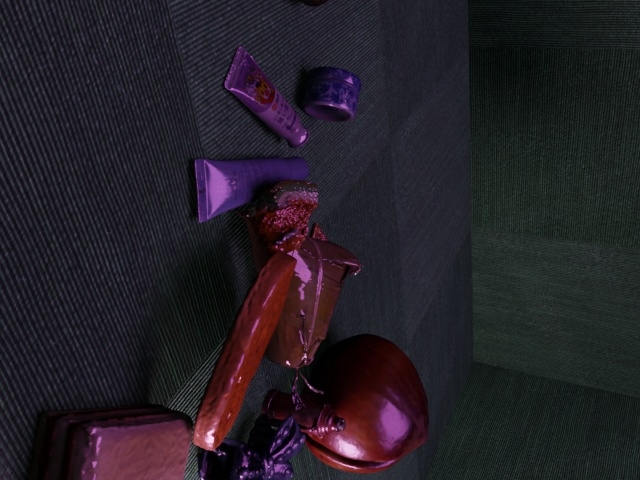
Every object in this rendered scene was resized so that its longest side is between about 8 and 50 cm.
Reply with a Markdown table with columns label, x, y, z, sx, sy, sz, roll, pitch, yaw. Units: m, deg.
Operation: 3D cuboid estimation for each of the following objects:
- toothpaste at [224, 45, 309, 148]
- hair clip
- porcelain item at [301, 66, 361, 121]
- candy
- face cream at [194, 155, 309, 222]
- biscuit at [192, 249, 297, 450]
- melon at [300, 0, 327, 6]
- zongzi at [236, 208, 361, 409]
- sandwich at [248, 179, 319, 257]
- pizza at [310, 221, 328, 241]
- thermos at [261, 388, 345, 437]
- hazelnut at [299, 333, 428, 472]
| label | x | y | z | sx | sy | sz | roll | pitch | yaw |
| --- | --- | --- | --- | --- | --- | --- | --- | --- | --- |
| toothpaste | -0.125 | -0.326 | 1.619 | 0.299 | 0.073 | 0.114 | 42 | 60 | -51 |
| hair clip | -0.171 | 0.565 | 1.694 | 0.310 | 0.194 | 0.206 | -6 | 93 | -59 |
| porcelain item | 0.030 | -0.392 | 1.812 | 0.147 | 0.147 | 0.114 | 23 | 76 | -63 |
| candy | -0.376 | 0.408 | 1.262 | 0.321 | 0.135 | 0.179 | 23 | 79 | -63 |
| face cream | -0.159 | -0.143 | 1.588 | 0.385 | 0.086 | 0.135 | -21 | 114 | -55 |
| biscuit | -0.161 | 0.225 | 1.461 | 0.350 | 0.078 | 0.455 | 109 | 4 | -72 |
| melon | -0.023 | -0.641 | 1.660 | 0.167 | 0.114 | 0.114 | 43 | 60 | -57 |
| zongzi | -0.118 | 0.175 | 1.712 | 0.418 | 0.181 | 0.447 | 27 | 79 | -46 |
| sandwich | -0.068 | -0.056 | 1.588 | 0.185 | 0.109 | 0.160 | -16 | 83 | -45 |
| pizza | -0.006 | -0.005 | 1.999 | 0.100 | 0.029 | 0.099 | -45 | 136 | -51 |
| thermos | -0.041 | 0.480 | 1.853 | 0.124 | 0.232 | 0.099 | -17 | 114 | -61 |
| hazelnut | 0.131 | 0.477 | 2.058 | 0.429 | 0.402 | 0.402 | -32 | 126 | -57 |
